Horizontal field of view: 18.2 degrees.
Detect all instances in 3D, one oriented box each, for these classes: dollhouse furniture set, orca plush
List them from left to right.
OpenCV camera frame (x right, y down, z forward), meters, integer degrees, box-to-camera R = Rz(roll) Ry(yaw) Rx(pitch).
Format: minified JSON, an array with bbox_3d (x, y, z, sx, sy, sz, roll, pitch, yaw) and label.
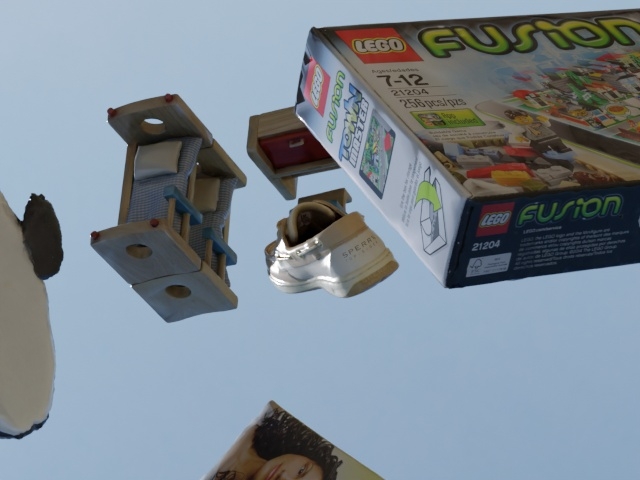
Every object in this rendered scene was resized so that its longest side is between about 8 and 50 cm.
[{"bbox_3d":[-0.262,-0.007,1.205,0.287,0.102,0.151,52,-125,-21],"label":"orca plush"},{"bbox_3d":[-0.064,-0.038,1.548,0.129,0.183,0.129,50,-145,-49],"label":"dollhouse furniture set"}]

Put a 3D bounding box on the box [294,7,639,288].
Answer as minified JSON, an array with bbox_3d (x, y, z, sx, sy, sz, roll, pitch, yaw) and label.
[{"bbox_3d":[0.107,-0.039,0.695,0.207,0.036,0.114,-7,-144,-28],"label":"box"}]

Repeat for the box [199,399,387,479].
[{"bbox_3d":[0.014,0.158,0.976,0.058,0.087,0.232,47,169,-30],"label":"box"}]

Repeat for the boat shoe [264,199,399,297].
[{"bbox_3d":[0.000,0.000,1.377,0.059,0.063,0.170,63,160,-12],"label":"boat shoe"}]
